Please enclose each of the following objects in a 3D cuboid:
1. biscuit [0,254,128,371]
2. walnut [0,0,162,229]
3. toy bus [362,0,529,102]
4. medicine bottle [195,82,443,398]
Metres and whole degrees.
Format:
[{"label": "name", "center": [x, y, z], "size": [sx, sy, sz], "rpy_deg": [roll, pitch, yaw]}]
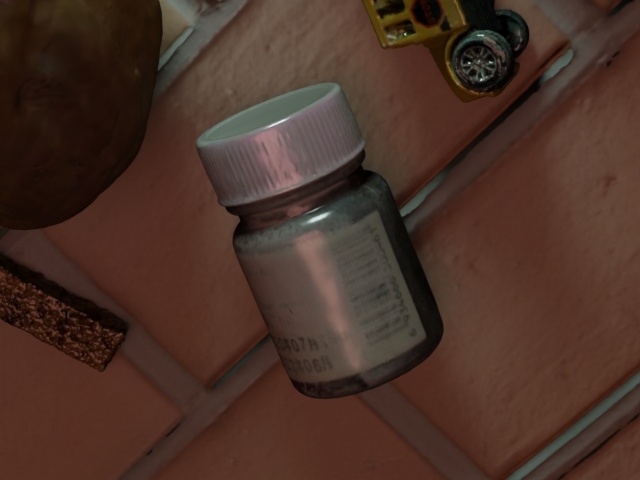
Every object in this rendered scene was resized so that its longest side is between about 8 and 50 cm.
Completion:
[{"label": "biscuit", "center": [-0.300, 0.068, 1.638], "size": [0.199, 0.034, 0.064], "rpy_deg": [30, 111, 0]}, {"label": "walnut", "center": [-0.292, -0.187, 1.420], "size": [0.306, 0.306, 0.344], "rpy_deg": [21, 114, 3]}, {"label": "toy bus", "center": [0.079, -0.285, 1.405], "size": [0.123, 0.121, 0.336], "rpy_deg": [-17, 105, 24]}, {"label": "medicine bottle", "center": [0.000, 0.000, 1.492], "size": [0.165, 0.165, 0.273], "rpy_deg": [-19, 103, 16]}]
